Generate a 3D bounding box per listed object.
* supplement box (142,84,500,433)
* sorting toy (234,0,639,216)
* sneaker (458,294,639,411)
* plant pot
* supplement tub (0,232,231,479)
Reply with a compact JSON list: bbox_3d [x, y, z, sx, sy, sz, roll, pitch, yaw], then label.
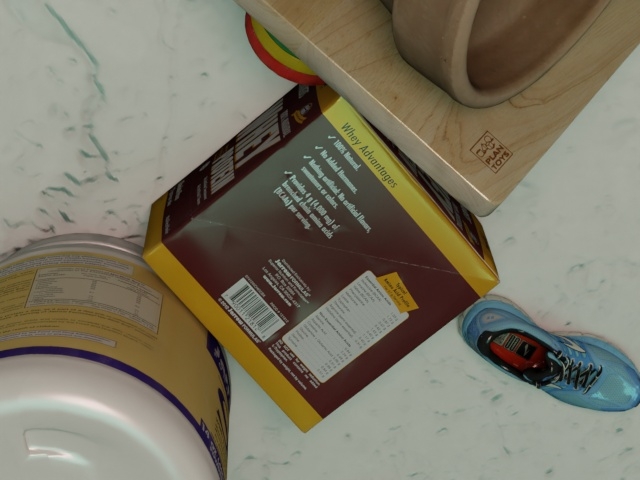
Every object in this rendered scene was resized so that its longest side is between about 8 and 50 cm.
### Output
[{"bbox_3d":[0.000,0.000,1.436,0.194,0.129,0.191,-38,106,11],"label":"supplement box"},{"bbox_3d":[0.081,-0.168,1.337,0.255,0.089,0.257,42,59,2],"label":"sorting toy"},{"bbox_3d":[0.186,0.104,1.507,0.162,0.073,0.063,22,107,-9],"label":"sneaker"},{"bbox_3d":[0.082,-0.252,1.206,0.229,0.263,0.263,36,107,21],"label":"plant pot"},{"bbox_3d":[-0.186,0.143,1.372,0.241,0.331,0.241,0,109,-1],"label":"supplement tub"}]
